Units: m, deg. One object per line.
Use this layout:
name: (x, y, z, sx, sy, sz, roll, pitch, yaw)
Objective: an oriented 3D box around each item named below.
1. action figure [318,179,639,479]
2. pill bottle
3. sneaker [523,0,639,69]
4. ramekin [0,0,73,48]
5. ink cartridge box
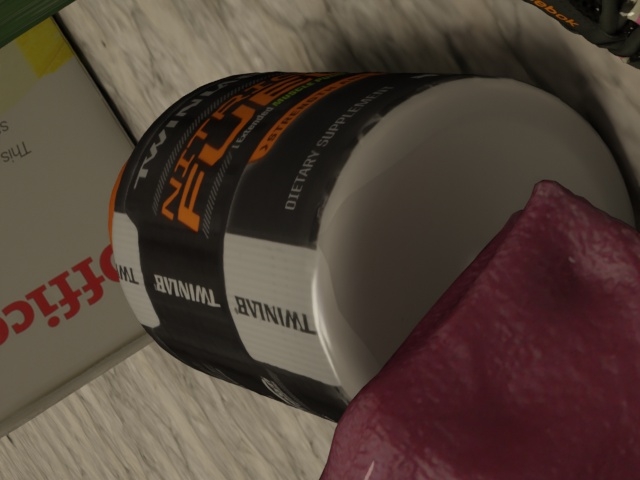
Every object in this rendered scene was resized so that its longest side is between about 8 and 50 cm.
action figure: (0.000, 0.152, 0.534, 0.248, 0.370, 0.276, 51, 172, 25)
pill bottle: (0.000, 0.000, 0.702, 0.245, 0.130, 0.130, 10, 128, 62)
sneaker: (0.086, -0.074, 0.488, 0.178, 0.077, 0.072, 59, 160, -3)
ramekin: (-0.192, -0.219, 0.797, 0.303, 0.148, 0.303, 46, 155, 28)
ink cartridge box: (-0.285, -0.050, 1.047, 0.385, 0.279, 0.160, 58, 159, 0)
